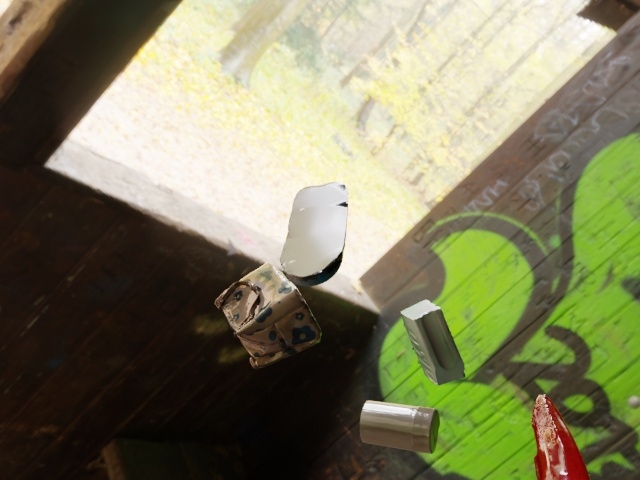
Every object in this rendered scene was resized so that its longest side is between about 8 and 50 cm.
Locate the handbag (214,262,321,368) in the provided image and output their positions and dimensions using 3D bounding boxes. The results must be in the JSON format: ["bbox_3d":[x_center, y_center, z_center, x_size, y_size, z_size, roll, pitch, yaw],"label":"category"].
[{"bbox_3d":[-0.139,0.193,1.609,0.251,0.193,0.190,39,-21,59],"label":"handbag"}]

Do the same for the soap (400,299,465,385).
[{"bbox_3d":[0.304,0.283,1.698,0.145,0.091,0.230,-149,-145,-78],"label":"soap"}]

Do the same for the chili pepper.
[{"bbox_3d":[0.490,0.478,1.258,0.110,0.110,0.387,38,31,-26],"label":"chili pepper"}]

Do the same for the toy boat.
[{"bbox_3d":[0.000,0.000,1.342,0.298,0.134,0.092,-80,160,-46],"label":"toy boat"}]

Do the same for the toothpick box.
[{"bbox_3d":[0.200,0.468,1.586,0.111,0.181,0.111,2,90,-68],"label":"toothpick box"}]
